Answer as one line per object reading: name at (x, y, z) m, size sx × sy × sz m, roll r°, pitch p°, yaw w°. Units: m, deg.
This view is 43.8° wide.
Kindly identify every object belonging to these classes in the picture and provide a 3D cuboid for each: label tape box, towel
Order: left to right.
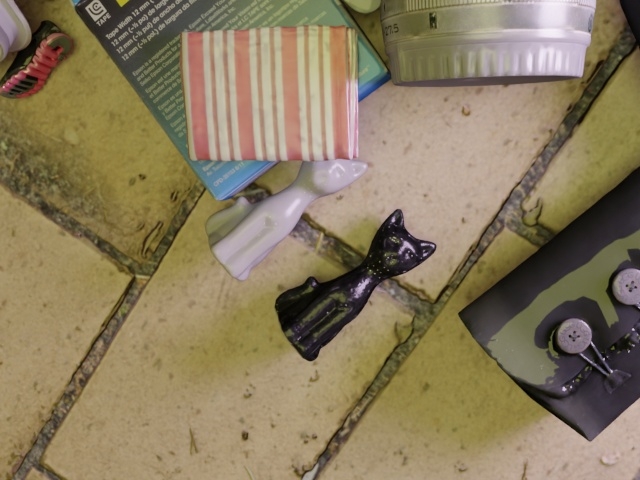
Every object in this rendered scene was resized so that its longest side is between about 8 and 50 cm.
label tape box at (-0.116, -0.258, 0.930) m, size 0.249 × 0.115 × 0.347 m, roll -36°, pitch 91°, yaw 13°
towel at (-0.056, -0.158, 0.868) m, size 0.197 × 0.029 × 0.144 m, roll 1°, pitch 100°, yaw 11°

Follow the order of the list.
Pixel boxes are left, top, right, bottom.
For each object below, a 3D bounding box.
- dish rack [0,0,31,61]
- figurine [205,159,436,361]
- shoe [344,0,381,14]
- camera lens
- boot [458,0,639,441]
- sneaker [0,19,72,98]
dish rack at (-0.536, -0.289, 0.903) m, size 0.333 × 0.285 × 0.072 m, roll 2°, pitch 60°, yaw 17°
figurine at (0.000, 0.000, 0.963) m, size 0.209 × 0.092 × 0.215 m, roll -40°, pitch 99°, yaw 4°
shoe at (0.024, -0.341, 0.910) m, size 0.063 × 0.081 × 0.178 m, roll -27°, pitch 97°, yaw 5°
camera lens at (0.170, -0.303, 0.821) m, size 0.219 × 0.219 × 0.274 m, roll -1°, pitch 98°, yaw 9°
boot at (0.327, -0.043, 0.889) m, size 0.367 × 0.146 × 0.445 m, roll 46°, pitch 107°, yaw 2°
sneaker at (-0.370, -0.232, 1.015) m, size 0.119 × 0.047 × 0.057 m, roll -40°, pitch 69°, yaw 12°
